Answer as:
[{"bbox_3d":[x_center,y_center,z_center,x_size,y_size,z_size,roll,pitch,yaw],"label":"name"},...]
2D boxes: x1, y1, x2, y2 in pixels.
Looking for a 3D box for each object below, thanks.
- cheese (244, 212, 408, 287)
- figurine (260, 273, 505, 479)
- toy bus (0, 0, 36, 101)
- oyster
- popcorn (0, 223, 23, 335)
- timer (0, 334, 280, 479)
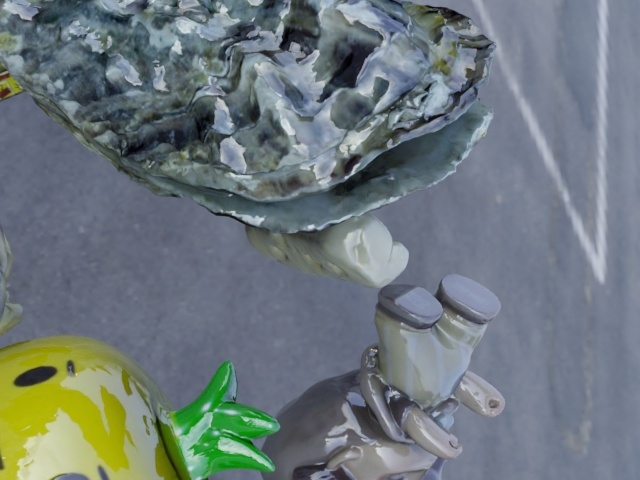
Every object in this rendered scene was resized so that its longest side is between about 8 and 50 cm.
[{"bbox_3d":[0.000,0.000,0.887,0.065,0.194,0.043,37,79,-20],"label":"cheese"},{"bbox_3d":[0.062,0.197,1.334,0.248,0.203,0.380,-27,150,-48],"label":"figurine"},{"bbox_3d":[-0.307,-0.172,1.179,0.081,0.226,0.074,-107,175,-53],"label":"toy bus"},{"bbox_3d":[-0.065,-0.105,0.796,0.162,0.351,0.158,-57,158,-59],"label":"oyster"},{"bbox_3d":[-0.417,0.050,1.324,0.189,0.169,0.218,99,-8,-81],"label":"popcorn"},{"bbox_3d":[-0.156,0.182,0.937,0.285,0.285,0.285,38,46,-55],"label":"timer"}]
